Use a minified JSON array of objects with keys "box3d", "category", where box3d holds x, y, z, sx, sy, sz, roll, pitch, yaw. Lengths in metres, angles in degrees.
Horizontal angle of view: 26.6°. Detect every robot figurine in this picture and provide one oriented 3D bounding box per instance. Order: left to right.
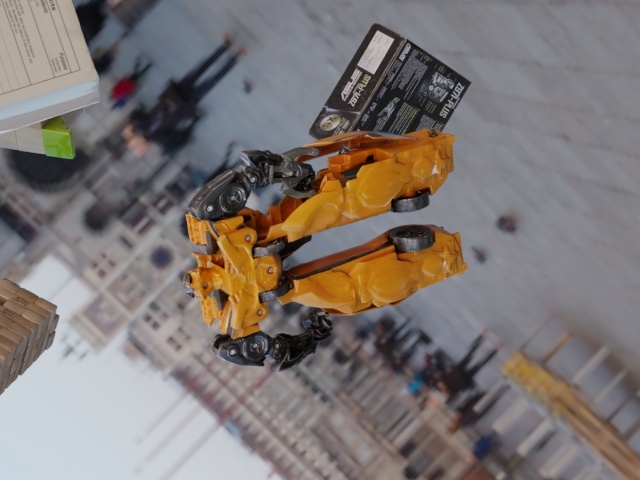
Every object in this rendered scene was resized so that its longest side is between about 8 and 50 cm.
[{"box3d":[0.000,0.000,1.253,0.085,0.291,0.211,25,127,57],"category":"robot figurine"}]

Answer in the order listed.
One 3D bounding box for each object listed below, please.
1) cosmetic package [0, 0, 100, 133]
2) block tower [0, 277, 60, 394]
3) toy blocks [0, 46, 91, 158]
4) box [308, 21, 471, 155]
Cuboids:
[{"box3d":[-0.417,-0.192,1.512,0.113,0.309,0.160,131,121,-77],"category":"cosmetic package"},{"box3d":[-0.465,0.173,1.756,0.097,0.091,0.335,26,-145,7],"category":"block tower"},{"box3d":[-0.531,-0.267,2.235,0.381,0.261,0.191,9,126,15],"category":"toy blocks"},{"box3d":[0.095,-0.181,1.842,0.147,0.180,0.077,25,-171,-41],"category":"box"}]
